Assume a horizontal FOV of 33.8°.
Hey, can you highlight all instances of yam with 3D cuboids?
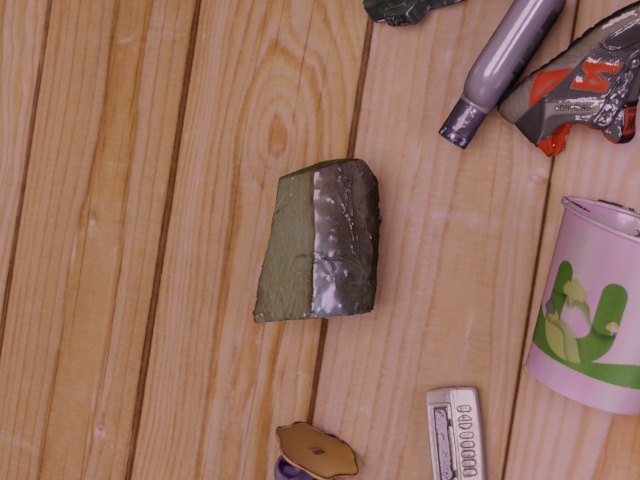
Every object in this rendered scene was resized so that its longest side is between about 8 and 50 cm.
[{"bbox_3d":[0.005,0.000,1.776,0.202,0.201,0.271,-2,91,46],"label":"yam"}]

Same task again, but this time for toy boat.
[{"bbox_3d":[0.199,-0.417,1.763,0.261,0.078,0.085,-12,64,23],"label":"toy boat"}]

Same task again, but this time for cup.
[{"bbox_3d":[0.435,0.095,1.554,0.253,0.253,0.274,24,107,25],"label":"cup"}]

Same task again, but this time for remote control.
[{"bbox_3d":[0.229,0.356,1.731,0.090,0.049,0.230,-7,85,26],"label":"remote control"}]

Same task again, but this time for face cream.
[{"bbox_3d":[0.289,-0.281,1.683,0.071,0.144,0.291,34,104,13],"label":"face cream"}]

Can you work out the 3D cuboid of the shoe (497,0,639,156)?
[{"bbox_3d":[0.440,-0.233,1.599,0.336,0.132,0.171,-36,83,34],"label":"shoe"}]

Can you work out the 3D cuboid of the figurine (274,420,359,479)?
[{"bbox_3d":[-0.051,0.467,1.799,0.208,0.181,0.257,24,107,-4],"label":"figurine"}]
